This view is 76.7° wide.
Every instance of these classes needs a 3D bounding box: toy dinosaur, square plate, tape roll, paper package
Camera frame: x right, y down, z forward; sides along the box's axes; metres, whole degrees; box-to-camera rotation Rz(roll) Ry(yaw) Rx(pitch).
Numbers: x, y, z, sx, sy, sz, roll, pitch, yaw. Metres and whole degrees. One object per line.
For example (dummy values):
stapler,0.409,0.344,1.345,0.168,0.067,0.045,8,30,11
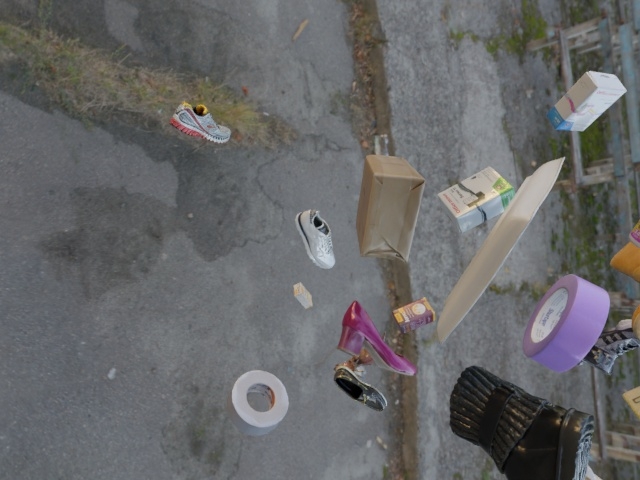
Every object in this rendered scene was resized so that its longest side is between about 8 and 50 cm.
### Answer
toy dinosaur,0.226,0.578,1.989,0.127,0.295,0.200,52,19,0
square plate,0.368,0.011,0.849,0.344,0.049,0.348,-36,152,-44
tape roll,-0.232,0.598,1.499,0.219,0.072,0.219,18,38,-15
tape roll,0.706,0.239,1.179,0.275,0.090,0.275,-56,165,-23
paper package,0.232,-0.122,1.440,0.325,0.167,0.310,-89,-175,-69

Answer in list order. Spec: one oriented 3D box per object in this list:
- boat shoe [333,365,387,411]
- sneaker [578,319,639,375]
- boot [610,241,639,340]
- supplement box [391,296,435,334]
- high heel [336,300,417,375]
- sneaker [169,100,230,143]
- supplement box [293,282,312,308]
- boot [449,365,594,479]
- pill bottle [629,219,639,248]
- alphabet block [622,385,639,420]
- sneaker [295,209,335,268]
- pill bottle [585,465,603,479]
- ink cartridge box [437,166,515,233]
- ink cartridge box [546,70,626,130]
boat shoe,0.144,0.565,1.505,0.227,0.081,0.068,36,25,5
sneaker,0.935,0.342,1.271,0.101,0.268,0.153,35,62,-15
boot,0.634,0.077,0.763,0.294,0.211,0.104,-27,104,-6
supplement box,0.465,0.378,2.027,0.081,0.188,0.104,72,-5,-45
high heel,0.233,0.366,1.470,0.377,0.127,0.182,31,70,-30
sneaker,-0.357,-0.366,1.263,0.093,0.088,0.225,-62,158,14
supplement box,-0.073,0.232,1.697,0.098,0.036,0.062,54,16,-37
boot,0.382,0.464,0.834,0.131,0.260,0.349,25,79,-43
pill bottle,0.402,-0.027,0.466,0.043,0.043,0.084,-32,143,-45
alphabet block,0.887,0.441,0.938,0.192,0.197,0.193,51,20,-9
sneaker,0.000,0.000,1.417,0.235,0.094,0.090,61,39,-23
pill bottle,0.564,0.560,0.957,0.229,0.131,0.131,34,57,-8
ink cartridge box,0.531,-0.139,1.386,0.087,0.208,0.153,54,10,-40
ink cartridge box,0.589,-0.307,0.901,0.088,0.123,0.052,-3,59,-19
